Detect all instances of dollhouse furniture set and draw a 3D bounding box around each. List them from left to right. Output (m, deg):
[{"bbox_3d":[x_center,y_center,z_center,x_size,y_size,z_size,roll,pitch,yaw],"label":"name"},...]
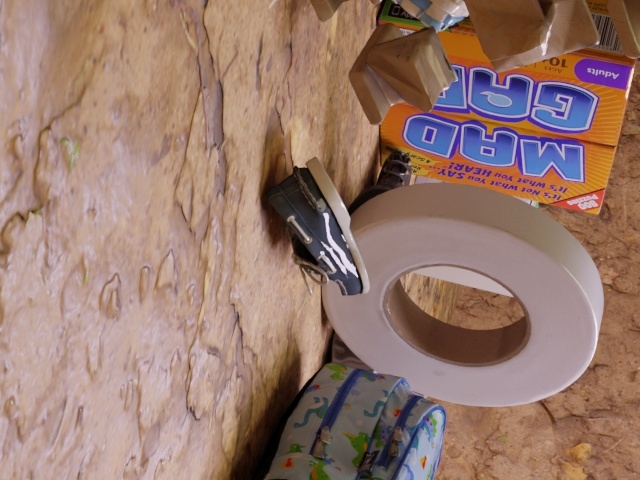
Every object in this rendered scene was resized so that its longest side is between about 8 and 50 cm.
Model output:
[{"bbox_3d":[0.169,-0.373,1.275,0.394,0.362,0.256,61,34,-25],"label":"dollhouse furniture set"}]

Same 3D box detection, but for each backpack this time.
[{"bbox_3d":[0.027,0.322,1.627,0.355,0.274,0.290,-82,170,-57],"label":"backpack"}]

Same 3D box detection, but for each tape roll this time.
[{"bbox_3d":[0.194,0.085,1.737,0.392,0.392,0.072,90,17,-47],"label":"tape roll"}]

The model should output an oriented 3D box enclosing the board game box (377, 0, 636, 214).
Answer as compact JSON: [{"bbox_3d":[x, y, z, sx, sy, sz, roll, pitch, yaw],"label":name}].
[{"bbox_3d":[0.306,-0.314,1.919,0.356,0.357,0.356,84,22,-57],"label":"board game box"}]

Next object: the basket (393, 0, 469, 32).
[{"bbox_3d":[0.191,-0.418,1.577,0.289,0.201,0.255,-49,178,19],"label":"basket"}]

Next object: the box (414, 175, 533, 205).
[{"bbox_3d":[0.318,-0.089,2.519,0.262,0.231,0.126,44,59,-75],"label":"box"}]

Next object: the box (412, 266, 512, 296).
[{"bbox_3d":[0.246,0.009,2.166,0.094,0.275,0.113,89,18,-48],"label":"box"}]

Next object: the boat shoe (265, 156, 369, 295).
[{"bbox_3d":[0.000,0.000,1.439,0.095,0.079,0.254,63,-2,27],"label":"boat shoe"}]

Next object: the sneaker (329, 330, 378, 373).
[{"bbox_3d":[0.046,0.253,1.902,0.115,0.105,0.281,84,22,-57],"label":"sneaker"}]

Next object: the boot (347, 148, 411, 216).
[{"bbox_3d":[0.093,-0.054,1.882,0.263,0.091,0.229,101,6,-50],"label":"boot"}]
